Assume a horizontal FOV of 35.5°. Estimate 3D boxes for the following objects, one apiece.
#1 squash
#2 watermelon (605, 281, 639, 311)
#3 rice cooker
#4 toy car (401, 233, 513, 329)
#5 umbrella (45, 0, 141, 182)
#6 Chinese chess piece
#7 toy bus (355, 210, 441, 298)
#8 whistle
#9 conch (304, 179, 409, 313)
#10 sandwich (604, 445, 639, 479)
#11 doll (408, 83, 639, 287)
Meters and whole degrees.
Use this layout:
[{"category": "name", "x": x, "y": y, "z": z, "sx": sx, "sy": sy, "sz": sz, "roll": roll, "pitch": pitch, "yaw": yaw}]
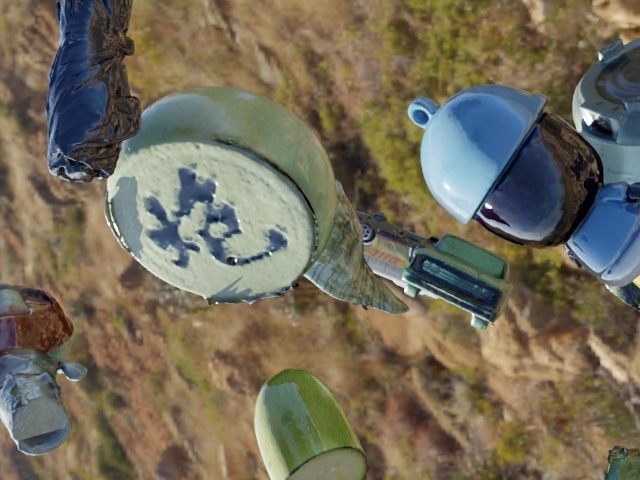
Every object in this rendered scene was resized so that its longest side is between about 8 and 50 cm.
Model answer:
[{"category": "squash", "x": -0.019, "y": 0.227, "z": 1.219, "sx": 0.187, "sy": 0.123, "sz": 0.123, "roll": -116, "pitch": 31, "yaw": -48}, {"category": "watermelon", "x": 0.496, "y": 0.010, "z": 1.630, "sx": 0.063, "sy": 0.119, "sz": 0.245, "roll": -29, "pitch": 37, "yaw": 33}, {"category": "rice cooker", "x": 0.468, "y": -0.109, "z": 1.287, "sx": 0.264, "sy": 0.316, "sz": 0.317, "roll": 31, "pitch": 122, "yaw": 55}, {"category": "toy car", "x": 0.195, "y": 0.050, "z": 1.380, "sx": 0.097, "sy": 0.141, "sz": 0.320, "roll": -64, "pitch": -12, "yaw": 4}, {"category": "umbrella", "x": -0.161, "y": -0.159, "z": 0.733, "sx": 0.071, "sy": 0.070, "sz": 0.248, "roll": 129, "pitch": 144, "yaw": -59}, {"category": "Chinese chess piece", "x": -0.149, "y": -0.063, "z": 1.513, "sx": 0.146, "sy": 0.349, "sz": 0.349, "roll": -75, "pitch": 3, "yaw": -47}, {"category": "toy bus", "x": 0.142, "y": 0.022, "z": 1.928, "sx": 0.268, "sy": 0.092, "sz": 0.106, "roll": 22, "pitch": 115, "yaw": 17}, {"category": "whistle", "x": -0.329, "y": 0.131, "z": 1.080, "sx": 0.346, "sy": 0.142, "sz": 0.134, "roll": 28, "pitch": 103, "yaw": 63}, {"category": "conch", "x": 0.004, "y": -0.011, "z": 1.714, "sx": 0.170, "sy": 0.386, "sz": 0.203, "roll": -64, "pitch": -7, "yaw": 33}, {"category": "sandwich", "x": 0.527, "y": 0.344, "z": 1.448, "sx": 0.245, "sy": 0.212, "sz": 0.063, "roll": 38, "pitch": -121, "yaw": -67}, {"category": "doll", "x": 0.228, "y": -0.062, "z": 1.048, "sx": 0.141, "sy": 0.314, "sz": 0.177, "roll": -56, "pitch": -5, "yaw": -32}]
